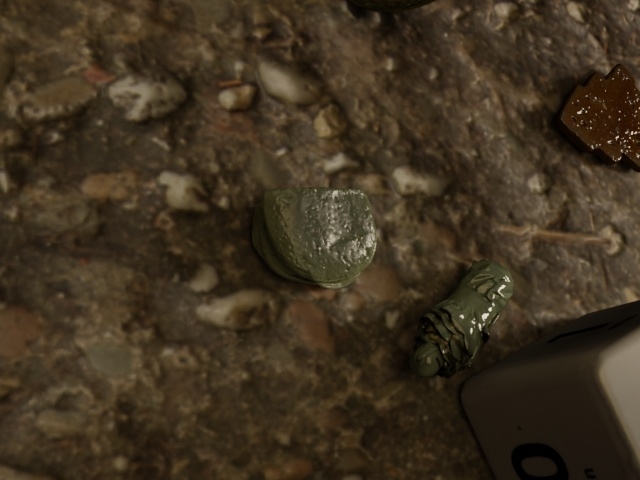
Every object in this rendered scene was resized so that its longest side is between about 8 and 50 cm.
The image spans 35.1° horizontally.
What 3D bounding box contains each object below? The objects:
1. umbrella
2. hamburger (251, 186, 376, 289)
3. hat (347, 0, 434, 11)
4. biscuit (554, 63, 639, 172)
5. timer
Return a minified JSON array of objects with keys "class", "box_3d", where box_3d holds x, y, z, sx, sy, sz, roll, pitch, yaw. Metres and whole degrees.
[{"class":"umbrella","box_3d":[0.126,0.073,0.909,0.143,0.062,0.067,-42,127,-35]},{"class":"hamburger","box_3d":[0.002,0.000,0.875,0.121,0.054,0.084,-5,77,-34]},{"class":"hat","box_3d":[0.083,-0.257,0.981,0.146,0.067,0.146,-7,60,12]},{"class":"biscuit","box_3d":[0.298,-0.129,1.067,0.130,0.019,0.119,-2,78,-26]},{"class":"timer","box_3d":[0.273,0.165,0.878,0.194,0.195,0.192,-23,87,-29]}]
